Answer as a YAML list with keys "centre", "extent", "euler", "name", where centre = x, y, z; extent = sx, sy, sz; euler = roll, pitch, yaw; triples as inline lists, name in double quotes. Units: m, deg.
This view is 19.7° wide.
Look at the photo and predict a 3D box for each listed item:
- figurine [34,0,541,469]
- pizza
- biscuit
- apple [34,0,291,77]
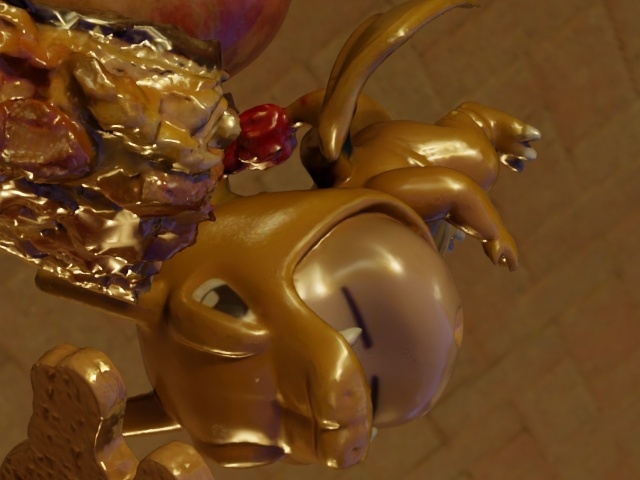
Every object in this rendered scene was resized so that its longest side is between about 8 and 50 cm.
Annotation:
- centre: [-0.015, 0.020, 1.491]
  extent: [0.401, 0.268, 0.387]
  euler: [-25, -165, 46]
  name: "figurine"
- centre: [-0.177, -0.058, 1.134]
  extent: [0.409, 0.278, 0.114]
  euler: [48, 47, -62]
  name: "pizza"
- centre: [-0.122, 0.160, 1.022]
  extent: [0.040, 0.144, 0.236]
  euler: [-27, 156, -34]
  name: "biscuit"
- centre: [-0.149, -0.211, 1.746]
  extent: [0.293, 0.163, 0.251]
  euler: [-15, 163, -17]
  name: "apple"
